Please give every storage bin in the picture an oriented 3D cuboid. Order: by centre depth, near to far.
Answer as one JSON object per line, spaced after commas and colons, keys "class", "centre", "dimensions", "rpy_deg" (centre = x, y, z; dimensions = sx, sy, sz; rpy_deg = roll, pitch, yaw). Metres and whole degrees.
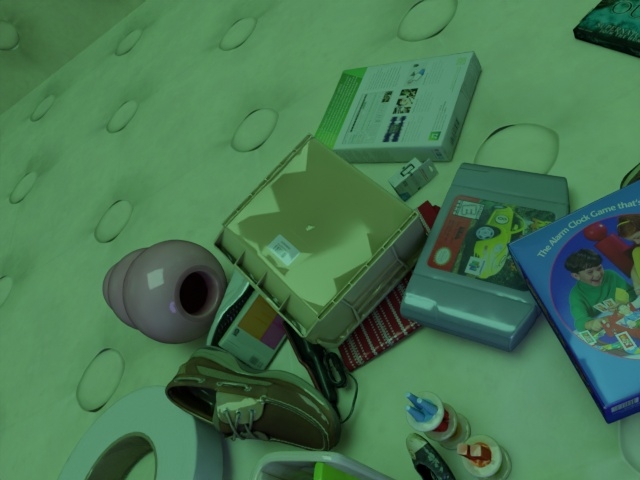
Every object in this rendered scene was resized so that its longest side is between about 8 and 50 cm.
{"class": "storage bin", "centre": [0.000, 0.000, 0.924], "dimensions": [0.260, 0.123, 0.262], "rpy_deg": [-47, 61, -4]}

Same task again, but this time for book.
{"class": "book", "centre": [-0.105, 0.156, 1.012], "dimensions": [0.144, 0.096, 0.035], "rpy_deg": [-55, 17, -10]}

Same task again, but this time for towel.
{"class": "towel", "centre": [0.126, 0.073, 0.947], "dimensions": [0.274, 0.031, 0.199], "rpy_deg": [-36, 48, 13]}

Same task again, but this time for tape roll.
{"class": "tape roll", "centre": [-0.333, 0.447, 0.961], "dimensions": [0.391, 0.072, 0.392], "rpy_deg": [-24, 42, 24]}

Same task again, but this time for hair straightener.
{"class": "hair straightener", "centre": [0.002, 0.197, 0.921], "dimensions": [0.089, 0.047, 0.231], "rpy_deg": [-53, 41, 26]}

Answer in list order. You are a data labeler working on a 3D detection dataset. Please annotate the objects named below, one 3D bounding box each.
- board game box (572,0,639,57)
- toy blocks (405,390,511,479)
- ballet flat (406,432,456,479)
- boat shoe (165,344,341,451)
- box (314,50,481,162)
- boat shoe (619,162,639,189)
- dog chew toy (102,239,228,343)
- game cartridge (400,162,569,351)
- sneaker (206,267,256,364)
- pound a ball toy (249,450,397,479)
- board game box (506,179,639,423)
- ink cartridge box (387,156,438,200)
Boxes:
{"class": "board game box", "centre": [0.553, -0.377, 0.949], "dimensions": [0.126, 0.026, 0.186], "rpy_deg": [-46, 45, 1]}
{"class": "toy blocks", "centre": [0.170, 0.248, 0.708], "dimensions": [0.054, 0.148, 0.123], "rpy_deg": [-52, 45, -5]}
{"class": "ballet flat", "centre": [0.153, 0.329, 0.704], "dimensions": [0.049, 0.058, 0.173], "rpy_deg": [-19, 61, -16]}
{"class": "boat shoe", "centre": [-0.117, 0.272, 0.886], "dimensions": [0.324, 0.123, 0.116], "rpy_deg": [9, 28, 34]}
{"class": "box", "centre": [0.148, -0.269, 1.151], "dimensions": [0.321, 0.058, 0.233], "rpy_deg": [7, 65, 37]}
{"class": "boat shoe", "centre": [0.534, -0.128, 0.763], "dimensions": [0.257, 0.095, 0.095], "rpy_deg": [-32, 12, 17]}
{"class": "dog chew toy", "centre": [-0.344, 0.103, 1.160], "dimensions": [0.331, 0.206, 0.207], "rpy_deg": [-2, 59, 45]}
{"class": "game cartridge", "centre": [0.263, 0.012, 0.841], "dimensions": [0.195, 0.060, 0.294], "rpy_deg": [15, 65, 26]}
{"class": "sneaker", "centre": [-0.138, 0.118, 1.081], "dimensions": [0.290, 0.105, 0.123], "rpy_deg": [-63, 20, -11]}
{"class": "pound a ball toy", "centre": [0.009, 0.368, 0.620], "dimensions": [0.135, 0.319, 0.208], "rpy_deg": [-14, 54, 29]}
{"class": "board game box", "centre": [0.436, 0.030, 0.646], "dimensions": [0.346, 0.078, 0.234], "rpy_deg": [-28, 51, 12]}
{"class": "ink cartridge box", "centre": [0.173, -0.119, 1.031], "dimensions": [0.083, 0.048, 0.028], "rpy_deg": [-39, 45, 5]}
